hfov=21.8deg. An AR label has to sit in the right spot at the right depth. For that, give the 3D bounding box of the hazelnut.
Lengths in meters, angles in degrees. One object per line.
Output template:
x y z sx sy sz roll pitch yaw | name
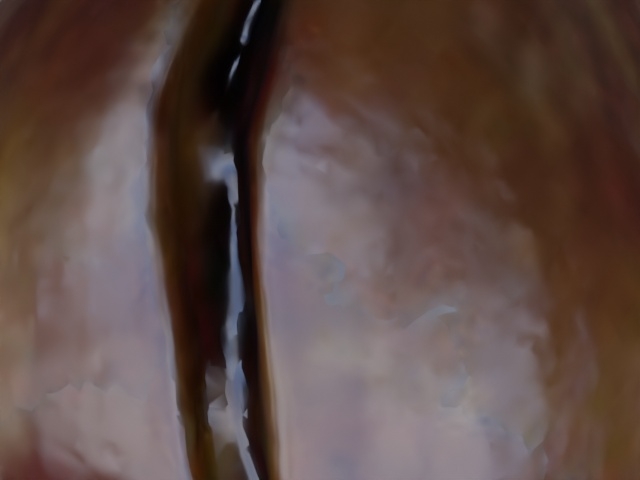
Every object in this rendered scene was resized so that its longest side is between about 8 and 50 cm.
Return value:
0.000 0.000 0.756 0.402 0.429 0.402 12 116 25 | hazelnut
